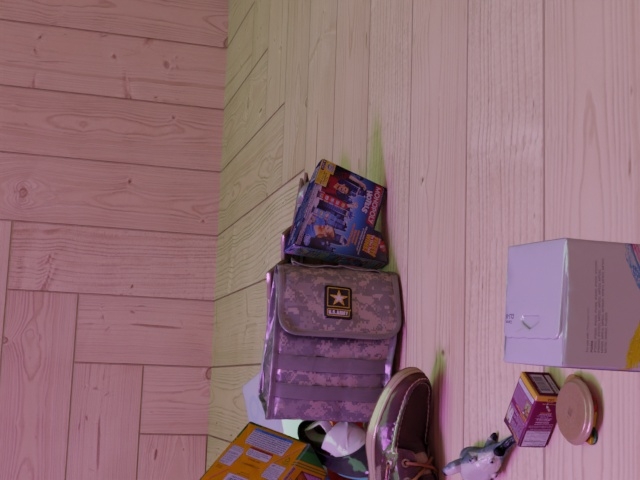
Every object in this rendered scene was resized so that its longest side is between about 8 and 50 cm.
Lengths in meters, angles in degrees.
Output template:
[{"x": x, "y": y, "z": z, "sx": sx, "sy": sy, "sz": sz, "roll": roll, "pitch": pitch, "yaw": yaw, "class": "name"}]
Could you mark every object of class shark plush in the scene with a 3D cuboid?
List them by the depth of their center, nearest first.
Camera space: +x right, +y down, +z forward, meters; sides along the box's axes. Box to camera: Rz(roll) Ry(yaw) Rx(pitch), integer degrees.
[{"x": 0.230, "y": 0.299, "z": 1.384, "sx": 0.067, "sy": 0.073, "sz": 0.161, "roll": -60, "pitch": -7, "yaw": -37, "class": "shark plush"}]

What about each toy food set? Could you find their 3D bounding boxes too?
[{"x": 0.310, "y": 0.207, "z": 1.180, "sx": 0.083, "sy": 0.020, "sz": 0.082, "roll": -152, "pitch": 67, "yaw": -72, "class": "toy food set"}]

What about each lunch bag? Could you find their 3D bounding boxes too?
[{"x": 0.017, "y": 0.183, "z": 1.817, "sx": 0.169, "sy": 0.235, "sz": 0.287, "roll": -138, "pitch": 54, "yaw": -77, "class": "lunch bag"}]

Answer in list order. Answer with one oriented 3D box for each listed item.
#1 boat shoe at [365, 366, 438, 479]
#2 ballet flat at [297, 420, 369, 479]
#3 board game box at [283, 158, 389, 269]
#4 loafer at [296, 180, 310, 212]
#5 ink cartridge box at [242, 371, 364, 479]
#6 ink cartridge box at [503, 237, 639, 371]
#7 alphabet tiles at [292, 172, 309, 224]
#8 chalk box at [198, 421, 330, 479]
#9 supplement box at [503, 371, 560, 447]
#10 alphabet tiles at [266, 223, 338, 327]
[{"x": 0.145, "y": 0.380, "z": 1.589, "sx": 0.123, "sy": 0.123, "sz": 0.341, "roll": 19, "pitch": 100, "yaw": 43, "class": "boat shoe"}, {"x": 0.033, "y": 0.387, "z": 1.845, "sx": 0.280, "sy": 0.095, "sz": 0.096, "roll": -9, "pitch": 114, "yaw": 58, "class": "ballet flat"}, {"x": 0.051, "y": -0.030, "z": 1.899, "sx": 0.060, "sy": 0.194, "sz": 0.194, "roll": -34, "pitch": 34, "yaw": 63, "class": "board game box"}, {"x": 0.000, "y": 0.000, "z": 2.202, "sx": 0.111, "sy": 0.112, "sz": 0.319, "roll": -42, "pitch": -33, "yaw": -49, "class": "loafer"}, {"x": -0.038, "y": 0.396, "z": 2.074, "sx": 0.385, "sy": 0.091, "sz": 0.308, "roll": -47, "pitch": 49, "yaw": 54, "class": "ink cartridge box"}, {"x": 0.292, "y": 0.069, "z": 0.994, "sx": 0.128, "sy": 0.176, "sz": 0.127, "roll": 163, "pitch": 110, "yaw": -73, "class": "ink cartridge box"}, {"x": -0.044, "y": -0.033, "z": 2.344, "sx": 0.198, "sy": 0.009, "sz": 0.237, "roll": 76, "pitch": -159, "yaw": -61, "class": "alphabet tiles"}, {"x": -0.076, "y": 0.528, "z": 1.893, "sx": 0.180, "sy": 0.179, "sz": 0.289, "roll": 9, "pitch": 136, "yaw": 43, "class": "chalk box"}, {"x": 0.275, "y": 0.218, "z": 1.257, "sx": 0.055, "sy": 0.043, "sz": 0.083, "roll": -113, "pitch": 32, "yaw": -57, "class": "supplement box"}, {"x": -0.031, "y": 0.076, "z": 2.018, "sx": 0.342, "sy": 0.011, "sz": 0.285, "roll": -42, "pitch": -41, "yaw": -57, "class": "alphabet tiles"}]
